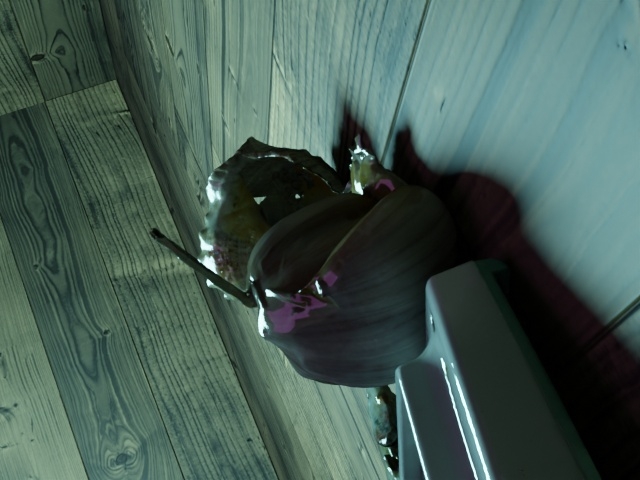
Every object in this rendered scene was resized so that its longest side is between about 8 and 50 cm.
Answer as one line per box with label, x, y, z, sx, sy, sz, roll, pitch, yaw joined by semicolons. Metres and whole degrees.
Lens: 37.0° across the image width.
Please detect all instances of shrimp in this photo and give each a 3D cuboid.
shrimp;0.095;0.254;0.965;0.360;0.085;0.247;-122;13;-87

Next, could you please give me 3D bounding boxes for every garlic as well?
garlic;0.000;0.000;0.791;0.257;0.207;0.207;27;171;-9

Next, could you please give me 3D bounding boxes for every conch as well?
conch;-0.026;-0.013;0.972;0.245;0.163;0.178;12;145;40

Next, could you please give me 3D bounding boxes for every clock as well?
clock;0.117;0.184;0.687;0.262;0.116;0.231;85;169;-48
